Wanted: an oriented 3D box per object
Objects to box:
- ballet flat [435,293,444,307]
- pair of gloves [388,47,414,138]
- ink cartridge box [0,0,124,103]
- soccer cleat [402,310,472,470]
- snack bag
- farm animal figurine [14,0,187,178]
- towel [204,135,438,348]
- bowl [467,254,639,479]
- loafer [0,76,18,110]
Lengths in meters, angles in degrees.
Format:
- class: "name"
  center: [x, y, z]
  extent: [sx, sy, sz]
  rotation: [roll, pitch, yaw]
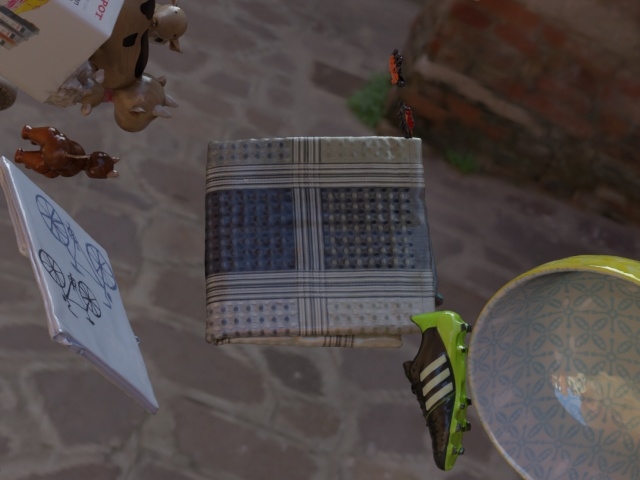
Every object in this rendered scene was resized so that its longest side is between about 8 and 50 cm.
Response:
- class: "ballet flat"
  center: [0.167, 0.101, 2.587]
  extent: [0.074, 0.074, 0.203]
  rotation: [34, -1, 27]
- class: "pair of gloves"
  center: [0.077, -0.136, 1.308]
  extent: [0.010, 0.083, 0.074]
  rotation: [-11, -4, -2]
- class: "ink cartridge box"
  center: [-0.287, -0.248, 1.343]
  extent: [0.176, 0.127, 0.128]
  rotation: [35, 44, -24]
- class: "soccer cleat"
  center: [0.130, 0.168, 1.572]
  extent: [0.072, 0.178, 0.060]
  rotation: [-2, -12, 21]
- class: "snack bag"
  center: [-0.356, 0.078, 2.069]
  extent: [0.342, 0.037, 0.323]
  rotation: [65, 6, 33]
- class: "farm animal figurine"
  center: [-0.254, -0.234, 1.767]
  extent: [0.172, 0.326, 0.330]
  rotation: [14, 58, 5]
- class: "towel"
  center: [0.000, 0.000, 1.965]
  extent: [0.324, 0.056, 0.312]
  rotation: [-1, 66, -4]
- class: "bowl"
  center: [0.316, 0.131, 1.464]
  extent: [0.289, 0.289, 0.156]
  rotation: [31, 35, 21]
- class: "loafer"
  center: [-0.541, -0.271, 1.964]
  extent: [0.269, 0.102, 0.092]
  rotation: [27, 51, -10]
